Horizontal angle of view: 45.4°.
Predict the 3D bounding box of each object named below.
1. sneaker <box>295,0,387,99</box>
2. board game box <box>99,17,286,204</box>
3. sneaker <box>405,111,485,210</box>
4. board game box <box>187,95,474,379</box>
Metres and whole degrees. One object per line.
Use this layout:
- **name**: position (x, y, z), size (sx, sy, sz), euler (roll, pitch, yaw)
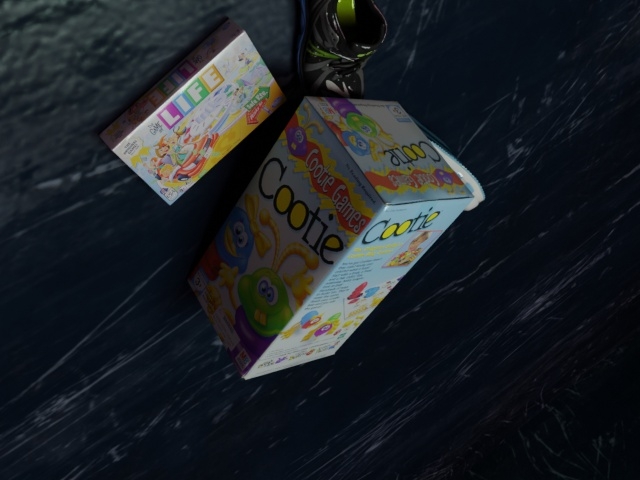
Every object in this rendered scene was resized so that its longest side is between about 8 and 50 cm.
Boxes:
- **sneaker**: position (0.021, -0.185, 0.723), size (0.067, 0.078, 0.188), euler (-33, 149, -21)
- **board game box**: position (-0.112, -0.114, 0.700), size (0.154, 0.026, 0.103), euler (-43, 148, -3)
- **sneaker**: position (0.131, -0.084, 0.974), size (0.092, 0.087, 0.228), euler (-46, 142, 15)
- **board game box**: position (0.000, 0.000, 0.803), size (0.144, 0.142, 0.275), euler (-7, 145, -46)
